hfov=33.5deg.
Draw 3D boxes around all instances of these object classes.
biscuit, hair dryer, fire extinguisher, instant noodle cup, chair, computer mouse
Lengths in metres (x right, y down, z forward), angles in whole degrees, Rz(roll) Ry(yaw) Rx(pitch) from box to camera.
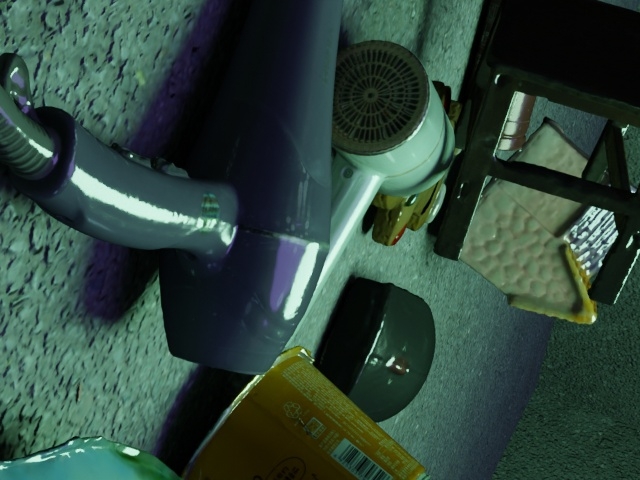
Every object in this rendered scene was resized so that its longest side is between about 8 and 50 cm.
[{"bbox_3d":[0.115,-0.086,1.226,0.301,0.049,0.197,0,108,-73],"label":"biscuit"},{"bbox_3d":[0.000,0.000,0.989,0.357,0.107,0.173,-59,160,-3],"label":"hair dryer"},{"bbox_3d":[0.257,-0.255,1.375,0.105,0.104,0.269,-32,139,-61],"label":"fire extinguisher"},{"bbox_3d":[-0.015,0.230,0.973,0.216,0.172,0.216,-50,163,-21],"label":"instant noodle cup"},{"bbox_3d":[0.262,-0.186,1.003,0.241,0.203,0.416,-71,177,-52],"label":"chair"},{"bbox_3d":[-0.089,-0.071,0.648,0.361,0.121,0.301,14,88,-66],"label":"hair dryer"},{"bbox_3d":[0.083,0.145,1.322,0.170,0.100,0.269,-70,161,-3],"label":"computer mouse"}]

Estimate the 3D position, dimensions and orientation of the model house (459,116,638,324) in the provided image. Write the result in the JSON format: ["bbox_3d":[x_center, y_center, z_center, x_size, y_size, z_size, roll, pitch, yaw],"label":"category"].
[{"bbox_3d":[0.337,-0.015,1.524,0.237,0.237,0.202,-50,172,9],"label":"model house"}]

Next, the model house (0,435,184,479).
[{"bbox_3d":[-0.193,0.277,0.633,0.241,0.226,0.261,-35,164,16],"label":"model house"}]
